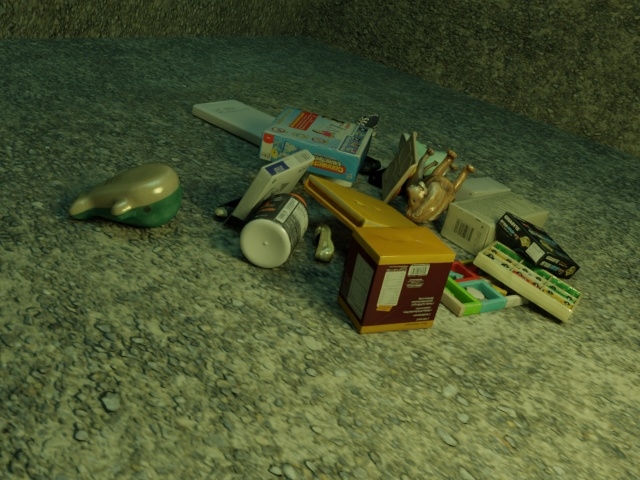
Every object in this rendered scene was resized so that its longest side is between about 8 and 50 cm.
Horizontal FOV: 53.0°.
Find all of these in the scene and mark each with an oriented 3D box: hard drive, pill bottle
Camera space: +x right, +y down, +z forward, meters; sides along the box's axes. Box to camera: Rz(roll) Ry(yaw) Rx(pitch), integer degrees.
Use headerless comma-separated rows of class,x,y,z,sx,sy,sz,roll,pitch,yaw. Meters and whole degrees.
hard drive,-0.277,-0.447,2.415,0.353,0.047,0.233,28,30,29
pill bottle,-0.104,-0.038,1.607,0.130,0.131,0.246,16,26,7

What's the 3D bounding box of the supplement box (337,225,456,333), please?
supplement box,0.163,0.084,1.413,0.191,0.194,0.129,-1,30,-25

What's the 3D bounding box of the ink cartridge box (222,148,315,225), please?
ink cartridge box,-0.136,-0.130,1.705,0.045,0.224,0.223,45,35,7

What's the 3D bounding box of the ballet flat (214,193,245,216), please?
ballet flat,-0.234,-0.101,1.760,0.057,0.049,0.173,23,28,22

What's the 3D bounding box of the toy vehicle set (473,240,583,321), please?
toy vehicle set,0.538,0.099,1.658,0.266,0.035,0.166,34,26,19

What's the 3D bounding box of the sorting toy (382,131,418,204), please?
sorting toy,0.252,-0.219,2.012,0.038,0.193,0.208,26,39,-12

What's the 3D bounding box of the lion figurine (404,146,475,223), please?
lion figurine,0.340,-0.165,2.014,0.142,0.240,0.392,38,4,-3

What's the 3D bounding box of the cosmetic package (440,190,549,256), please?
cosmetic package,0.527,-0.054,1.934,0.309,0.113,0.160,-10,35,-39

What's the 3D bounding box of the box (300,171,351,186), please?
box,0.012,-0.247,2.104,0.170,0.091,0.130,1,29,-21

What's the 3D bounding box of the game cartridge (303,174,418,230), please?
game cartridge,0.146,-0.065,1.761,0.323,0.053,0.285,17,18,-41

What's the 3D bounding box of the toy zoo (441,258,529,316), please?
toy zoo,0.403,0.112,1.647,0.293,0.030,0.192,-5,32,-33

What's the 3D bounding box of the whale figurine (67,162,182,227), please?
whale figurine,-0.473,-0.091,1.583,0.271,0.141,0.216,-15,29,1

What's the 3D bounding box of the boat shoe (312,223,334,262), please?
boat shoe,0.000,0.002,1.660,0.048,0.056,0.153,10,34,-15

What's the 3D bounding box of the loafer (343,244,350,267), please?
loafer,0.110,0.035,1.631,0.078,0.076,0.223,32,22,-5

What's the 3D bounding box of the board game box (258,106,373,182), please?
board game box,-0.006,-0.308,2.017,0.301,0.086,0.308,15,28,6

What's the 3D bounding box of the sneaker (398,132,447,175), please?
sneaker,0.391,-0.319,2.405,0.150,0.094,0.256,-3,40,-16

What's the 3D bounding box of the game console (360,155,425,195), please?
game console,0.188,-0.260,2.261,0.361,0.044,0.213,30,31,27

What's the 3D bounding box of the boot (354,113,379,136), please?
boot,0.161,-0.467,2.600,0.069,0.086,0.190,32,32,33

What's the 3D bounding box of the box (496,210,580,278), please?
box,0.608,0.015,1.788,0.220,0.051,0.175,18,29,-44

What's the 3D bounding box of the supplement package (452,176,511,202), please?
supplement package,0.514,-0.138,2.098,0.179,0.105,0.105,-7,33,-35

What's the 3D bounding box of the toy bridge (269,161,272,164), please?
toy bridge,-0.107,-0.276,2.181,0.063,0.026,0.188,28,30,30
